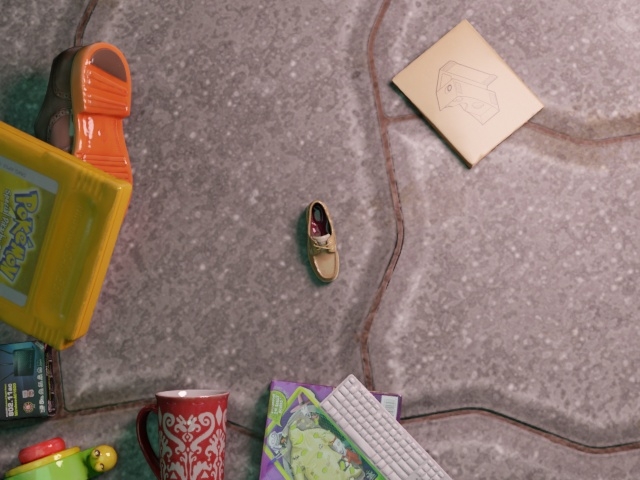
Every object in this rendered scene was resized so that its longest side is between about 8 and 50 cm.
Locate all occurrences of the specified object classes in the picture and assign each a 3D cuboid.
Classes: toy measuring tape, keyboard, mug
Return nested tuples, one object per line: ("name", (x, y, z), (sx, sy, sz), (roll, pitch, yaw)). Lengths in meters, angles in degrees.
("toy measuring tape", (-0.468, 0.378, 1.265), (0.330, 0.121, 0.121), (-19, 81, -2))
("keyboard", (0.110, 0.320, 1.274), (0.072, 0.014, 0.256), (-43, 82, -6))
("mug", (-0.204, 0.317, 1.292), (0.113, 0.150, 0.169), (2, 84, -36))

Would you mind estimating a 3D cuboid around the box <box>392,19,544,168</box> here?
("box", (0.246, -0.245, 1.406), (0.164, 0.021, 0.201), (-40, 83, -5))

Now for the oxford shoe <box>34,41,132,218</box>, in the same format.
("oxford shoe", (-0.392, -0.133, 1.364), (0.133, 0.130, 0.363), (4, 87, 34))

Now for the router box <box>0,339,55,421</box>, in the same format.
("router box", (-0.472, 0.221, 1.328), (0.092, 0.038, 0.122), (-7, 81, 0))

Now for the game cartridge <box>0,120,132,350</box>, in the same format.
("game cartridge", (-0.467, -0.018, 1.284), (0.324, 0.053, 0.285), (25, 105, 16))

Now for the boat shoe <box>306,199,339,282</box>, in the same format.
("boat shoe", (0.000, 0.000, 1.355), (0.050, 0.045, 0.135), (-13, 81, -1))

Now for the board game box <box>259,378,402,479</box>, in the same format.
("board game box", (0.005, 0.398, 1.291), (0.208, 0.056, 0.346), (8, 81, -2))
